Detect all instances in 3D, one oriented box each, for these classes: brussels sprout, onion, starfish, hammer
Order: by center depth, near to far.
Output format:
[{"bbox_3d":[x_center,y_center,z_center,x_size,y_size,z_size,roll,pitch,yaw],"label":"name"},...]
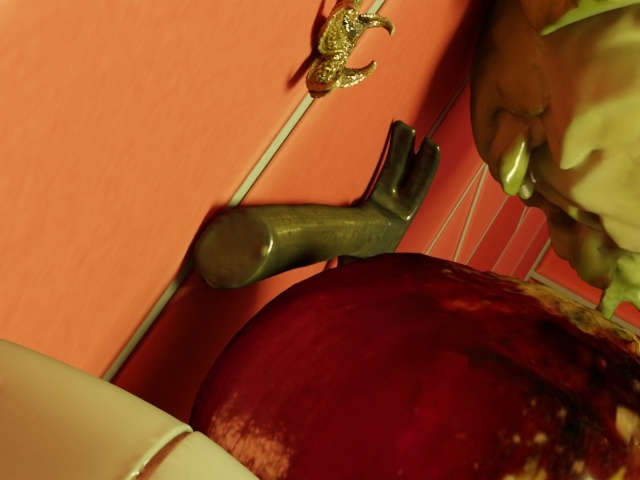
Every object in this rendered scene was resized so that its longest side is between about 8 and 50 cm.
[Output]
[{"bbox_3d":[0.014,-0.109,0.920,0.091,0.028,0.078,75,39,-72],"label":"starfish"},{"bbox_3d":[0.059,0.204,0.959,0.385,0.347,0.348,-63,170,0],"label":"onion"},{"bbox_3d":[0.000,0.000,1.099,0.168,0.044,0.440,-62,170,9],"label":"hammer"},{"bbox_3d":[0.303,-0.173,1.348,0.425,0.342,0.361,113,-12,-52],"label":"brussels sprout"}]

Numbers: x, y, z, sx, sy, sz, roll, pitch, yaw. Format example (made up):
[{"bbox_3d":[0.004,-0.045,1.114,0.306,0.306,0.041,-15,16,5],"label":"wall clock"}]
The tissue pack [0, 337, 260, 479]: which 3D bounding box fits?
[{"bbox_3d":[-0.107,0.199,0.574,0.229,0.236,0.333,-55,169,-34],"label":"tissue pack"}]
